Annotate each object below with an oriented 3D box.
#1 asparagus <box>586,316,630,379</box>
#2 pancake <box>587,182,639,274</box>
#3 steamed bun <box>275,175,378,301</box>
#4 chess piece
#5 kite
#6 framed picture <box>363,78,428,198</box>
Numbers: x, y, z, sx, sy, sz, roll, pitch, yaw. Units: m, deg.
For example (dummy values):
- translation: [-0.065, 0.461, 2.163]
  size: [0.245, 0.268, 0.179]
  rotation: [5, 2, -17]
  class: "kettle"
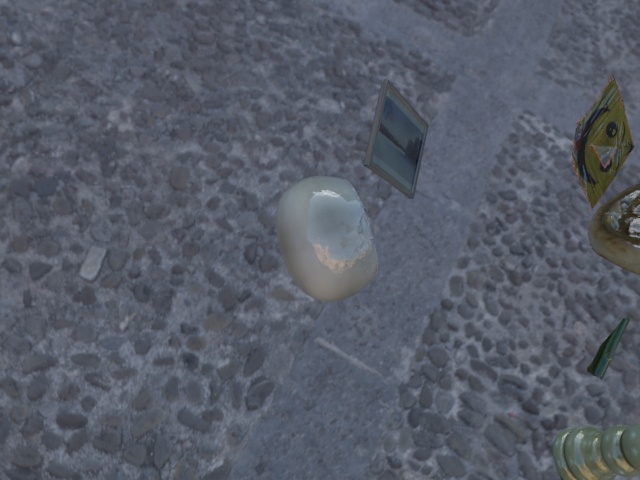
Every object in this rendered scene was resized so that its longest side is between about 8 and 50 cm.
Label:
- translation: [0.752, 0.275, 1.644]
  size: [0.041, 0.045, 0.179]
  rotation: [24, 93, -7]
  class: "asparagus"
- translation: [0.658, -0.034, 1.044]
  size: [0.381, 0.071, 0.382]
  rotation: [-17, 26, 8]
  class: "pancake"
- translation: [0.000, 0.000, 1.570]
  size: [0.206, 0.324, 0.325]
  rotation: [-18, 61, -11]
  class: "steamed bun"
- translation: [0.812, 0.578, 1.721]
  size: [0.182, 0.330, 0.183]
  rotation: [9, 64, -19]
  class: "chess piece"
- translation: [0.811, -0.273, 1.794]
  size: [0.327, 0.378, 0.013]
  rotation: [-2, 12, -36]
  class: "kite"
- translation: [0.196, -0.242, 1.572]
  size: [0.016, 0.289, 0.213]
  rotation: [9, 82, 31]
  class: "framed picture"
